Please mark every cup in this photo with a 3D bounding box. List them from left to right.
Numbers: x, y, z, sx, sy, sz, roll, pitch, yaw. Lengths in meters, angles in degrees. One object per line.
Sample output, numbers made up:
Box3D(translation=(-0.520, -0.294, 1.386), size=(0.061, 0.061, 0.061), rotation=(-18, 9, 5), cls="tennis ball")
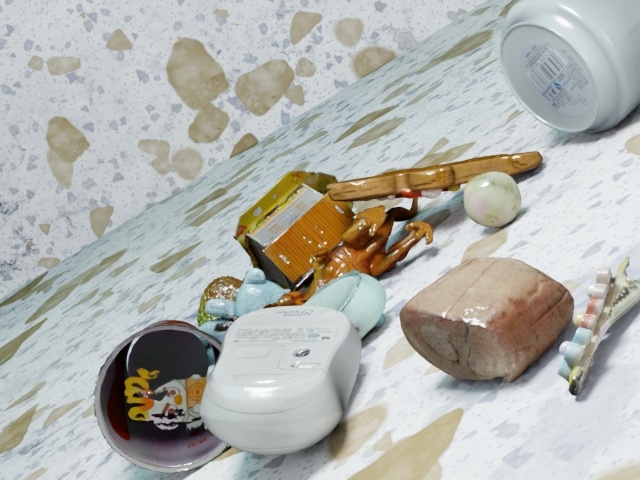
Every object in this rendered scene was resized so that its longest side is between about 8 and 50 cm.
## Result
Box3D(translation=(-0.211, 0.194, 1.926), size=(0.203, 0.203, 0.288), rotation=(-33, 6, -2), cls="cup")
Box3D(translation=(0.480, -0.315, 2.090), size=(0.327, 0.237, 0.323), rotation=(-39, 45, -26), cls="cup")

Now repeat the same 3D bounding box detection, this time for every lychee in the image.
Box3D(translation=(-0.135, 0.109, 2.171), size=(0.114, 0.114, 0.146), rotation=(-7, 55, 61), cls="lychee")

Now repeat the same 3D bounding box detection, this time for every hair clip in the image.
Box3D(translation=(0.287, 0.081, 1.433), size=(0.056, 0.062, 0.214), rotation=(25, 44, 23), cls="hair clip")

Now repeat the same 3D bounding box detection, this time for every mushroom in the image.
Box3D(translation=(0.244, -0.060, 1.962), size=(0.083, 0.083, 0.067), rotation=(-29, 28, 17), cls="mushroom")

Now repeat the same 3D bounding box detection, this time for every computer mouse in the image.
Box3D(translation=(-0.043, 0.178, 1.690), size=(0.184, 0.121, 0.297), rotation=(-5, 16, 6), cls="computer mouse")

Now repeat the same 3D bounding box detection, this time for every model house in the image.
Box3D(translation=(0.000, 0.000, 2.209), size=(0.219, 0.207, 0.136), rotation=(-40, 44, -17), cls="model house")

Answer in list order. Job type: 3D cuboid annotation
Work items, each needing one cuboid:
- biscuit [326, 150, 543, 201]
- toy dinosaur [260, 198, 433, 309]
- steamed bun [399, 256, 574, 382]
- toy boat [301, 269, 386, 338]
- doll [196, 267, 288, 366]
Box3D(translation=(0.166, -0.093, 2.129), size=(0.324, 0.049, 0.205), rotation=(-9, 5, -19), cls="biscuit")
Box3D(translation=(0.086, 0.005, 2.085), size=(0.432, 0.097, 0.208), rotation=(-33, -5, -39), cls="toy dinosaur")
Box3D(translation=(0.190, 0.089, 1.544), size=(0.145, 0.106, 0.175), rotation=(-35, 26, -30), cls="steamed bun")
Box3D(translation=(0.009, 0.128, 1.896), size=(0.208, 0.079, 0.134), rotation=(-40, 17, 14), cls="toy boat")
Box3D(translation=(-0.123, 0.130, 2.078), size=(0.180, 0.120, 0.075), rotation=(-38, 22, 3), cls="doll")
